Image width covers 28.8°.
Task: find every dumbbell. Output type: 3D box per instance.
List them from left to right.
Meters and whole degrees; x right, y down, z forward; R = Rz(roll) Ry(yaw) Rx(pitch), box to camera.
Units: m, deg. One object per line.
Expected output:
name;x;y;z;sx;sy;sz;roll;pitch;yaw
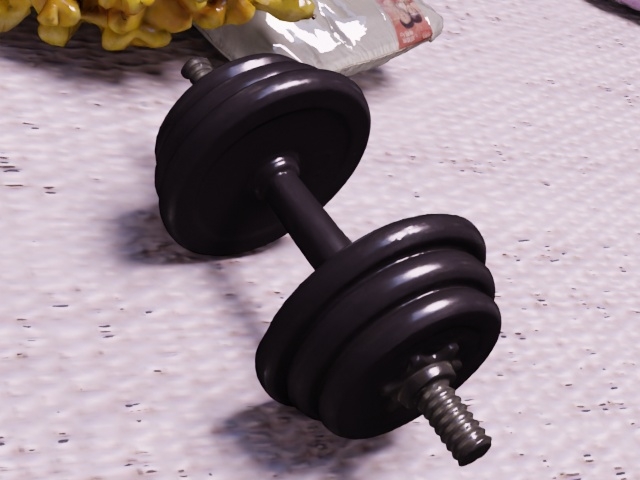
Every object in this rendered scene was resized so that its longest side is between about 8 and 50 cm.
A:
dumbbell;0.000;0.000;0.479;0.099;0.099;0.208;-8;51;-41

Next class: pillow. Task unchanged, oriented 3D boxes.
pillow;-0.048;-0.163;0.668;0.128;0.051;0.229;-28;64;-36

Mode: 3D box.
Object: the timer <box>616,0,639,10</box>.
timer;0.254;-0.234;0.954;0.208;0.069;0.191;16;37;-19

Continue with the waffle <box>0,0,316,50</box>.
waffle;-0.099;-0.173;0.584;0.197;0.070;0.193;-1;56;-11
